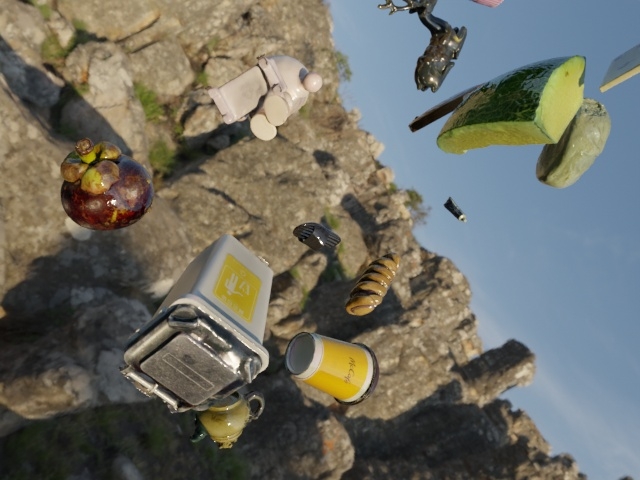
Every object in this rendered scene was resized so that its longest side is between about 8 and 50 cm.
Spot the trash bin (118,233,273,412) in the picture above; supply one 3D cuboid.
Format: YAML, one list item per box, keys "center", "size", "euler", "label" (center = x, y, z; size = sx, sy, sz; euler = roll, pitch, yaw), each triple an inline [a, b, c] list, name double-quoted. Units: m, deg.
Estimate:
- center: [-0.269, 0.185, 1.280]
  size: [0.256, 0.296, 0.367]
  euler: [41, 29, -19]
  label: "trash bin"

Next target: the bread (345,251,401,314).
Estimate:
- center: [0.153, 0.128, 1.611]
  size: [0.081, 0.225, 0.134]
  euler: [38, -41, -4]
  label: "bread"

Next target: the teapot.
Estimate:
- center: [-0.306, 0.594, 1.802]
  size: [0.173, 0.269, 0.182]
  euler: [21, -64, 53]
  label: "teapot"

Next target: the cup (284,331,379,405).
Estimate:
- center: [0.036, 0.376, 1.631]
  size: [0.280, 0.196, 0.196]
  euler: [31, 16, -37]
  label: "cup"

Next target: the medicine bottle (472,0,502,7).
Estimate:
- center: [0.257, -0.604, 1.108]
  size: [0.178, 0.291, 0.178]
  euler: [-167, -90, -81]
  label: "medicine bottle"

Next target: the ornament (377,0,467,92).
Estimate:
- center: [0.227, -0.490, 1.280]
  size: [0.236, 0.202, 0.080]
  euler: [34, -7, -35]
  label: "ornament"

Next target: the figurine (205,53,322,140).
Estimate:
- center: [-0.102, -0.286, 1.044]
  size: [0.144, 0.182, 0.256]
  euler: [42, 22, -7]
  label: "figurine"

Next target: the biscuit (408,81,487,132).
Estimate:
- center: [0.408, -0.428, 1.743]
  size: [0.049, 0.273, 0.257]
  euler: [63, 15, -5]
  label: "biscuit"

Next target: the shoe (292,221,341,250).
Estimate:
- center: [0.000, 0.000, 1.378]
  size: [0.159, 0.062, 0.053]
  euler: [19, 43, -47]
  label: "shoe"

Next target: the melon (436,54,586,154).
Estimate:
- center: [0.322, -0.233, 1.020]
  size: [0.124, 0.196, 0.323]
  euler: [54, -24, -17]
  label: "melon"

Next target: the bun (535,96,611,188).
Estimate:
- center: [0.602, -0.221, 1.286]
  size: [0.108, 0.221, 0.221]
  euler: [23, -11, 6]
  label: "bun"

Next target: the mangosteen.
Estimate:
- center: [-0.464, -0.128, 1.158]
  size: [0.192, 0.192, 0.217]
  euler: [-123, -159, -47]
  label: "mangosteen"

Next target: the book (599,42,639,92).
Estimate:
- center: [0.508, -0.290, 0.892]
  size: [0.014, 0.111, 0.077]
  euler: [47, -37, -10]
  label: "book"

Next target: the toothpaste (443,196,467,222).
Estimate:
- center: [0.304, -0.068, 1.219]
  size: [0.019, 0.027, 0.083]
  euler: [19, 27, -36]
  label: "toothpaste"
